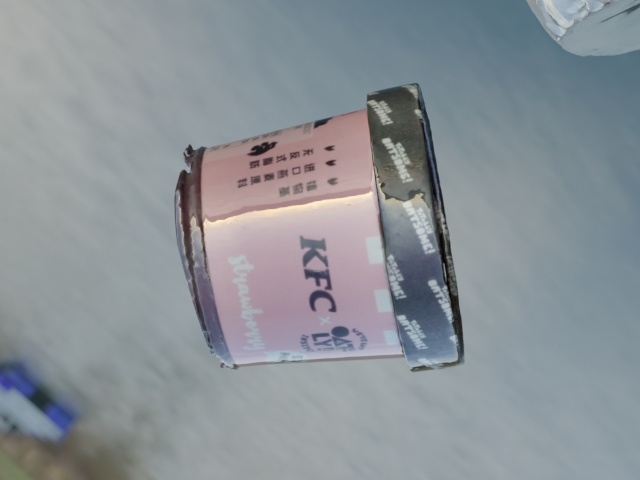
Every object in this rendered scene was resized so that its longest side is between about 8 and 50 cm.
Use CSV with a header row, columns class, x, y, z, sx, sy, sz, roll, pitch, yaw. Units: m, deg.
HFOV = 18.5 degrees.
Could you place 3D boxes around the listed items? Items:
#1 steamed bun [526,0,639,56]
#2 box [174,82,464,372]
class,x,y,z,sx,sy,sz,roll,pitch,yaw
steamed bun,0.252,-0.244,1.184,0.324,0.324,0.206,147,111,-74
box,0.000,0.000,1.041,0.135,0.151,0.151,-7,153,6
